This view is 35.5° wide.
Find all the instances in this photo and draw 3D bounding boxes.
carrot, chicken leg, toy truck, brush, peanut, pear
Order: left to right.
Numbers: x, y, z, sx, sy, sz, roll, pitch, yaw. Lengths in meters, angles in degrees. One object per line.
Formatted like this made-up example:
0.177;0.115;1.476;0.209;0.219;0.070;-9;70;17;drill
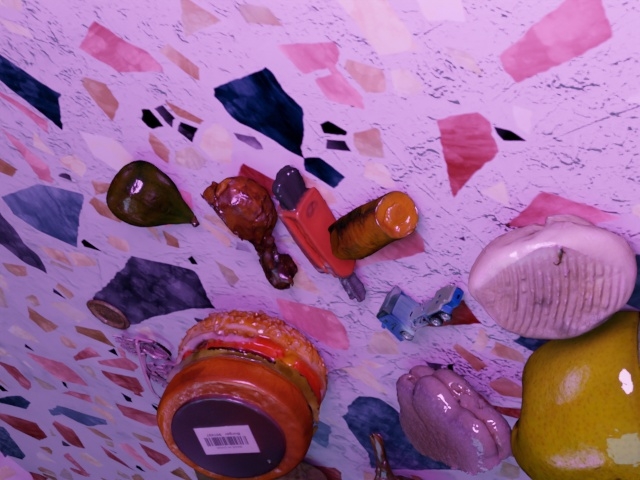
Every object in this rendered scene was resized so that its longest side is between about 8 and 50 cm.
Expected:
-0.108;-0.012;1.725;0.113;0.093;0.304;30;160;31;chicken leg
-0.033;0.643;2.526;0.137;0.122;0.253;-10;136;20;peanut
-0.001;0.000;1.665;0.051;0.070;0.323;6;142;37;brush
0.077;-0.019;1.570;0.082;0.082;0.173;38;149;-15;carrot
0.166;0.109;1.691;0.081;0.067;0.175;38;146;-13;toy truck
0.444;0.308;1.608;0.318;0.238;0.342;-19;125;39;pear

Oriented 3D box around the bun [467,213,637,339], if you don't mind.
0.332;0.046;1.437;0.237;0.116;0.210;-5;134;20;bun

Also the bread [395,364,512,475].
0.229;0.318;1.851;0.183;0.102;0.337;63;161;-5;bread

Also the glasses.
-0.395;0.315;2.374;0.162;0.095;0.255;1;137;48;glasses

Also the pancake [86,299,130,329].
-0.492;0.173;2.322;0.115;0.011;0.115;21;147;14;pancake

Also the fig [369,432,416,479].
0.146;0.601;2.248;0.286;0.286;0.369;-6;109;42;fig

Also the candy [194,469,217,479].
-0.210;0.553;2.471;0.179;0.135;0.321;11;153;5;candy

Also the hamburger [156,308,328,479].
-0.149;0.304;2.002;0.330;0.250;0.330;6;128;8;hamburger

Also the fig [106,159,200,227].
-0.292;-0.070;1.771;0.117;0.117;0.177;-10;153;44;fig
